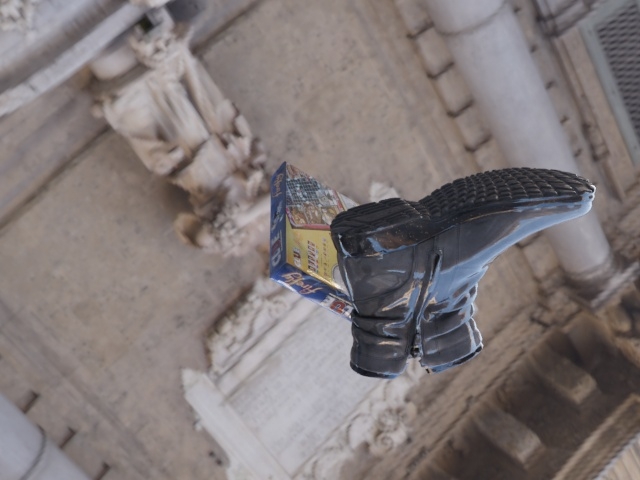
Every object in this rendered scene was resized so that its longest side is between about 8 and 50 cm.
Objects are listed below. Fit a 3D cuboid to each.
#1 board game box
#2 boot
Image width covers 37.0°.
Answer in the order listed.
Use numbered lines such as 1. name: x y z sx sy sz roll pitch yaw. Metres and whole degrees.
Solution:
1. board game box: 0.000 0.000 1.462 0.042 0.165 0.243 -45 -152 30
2. boot: 0.185 0.042 1.212 0.338 0.223 0.118 -12 -159 1
